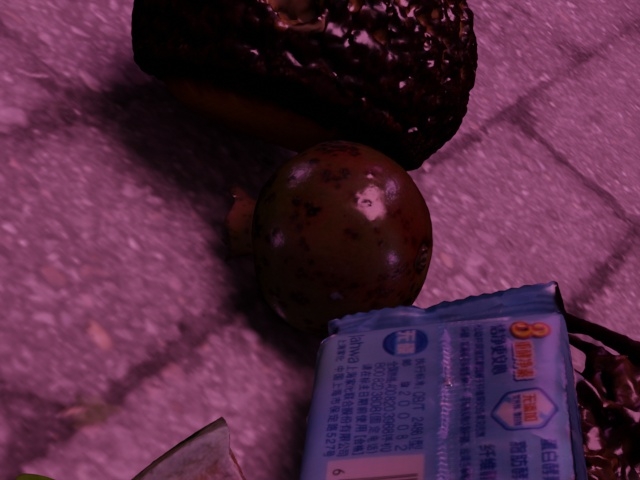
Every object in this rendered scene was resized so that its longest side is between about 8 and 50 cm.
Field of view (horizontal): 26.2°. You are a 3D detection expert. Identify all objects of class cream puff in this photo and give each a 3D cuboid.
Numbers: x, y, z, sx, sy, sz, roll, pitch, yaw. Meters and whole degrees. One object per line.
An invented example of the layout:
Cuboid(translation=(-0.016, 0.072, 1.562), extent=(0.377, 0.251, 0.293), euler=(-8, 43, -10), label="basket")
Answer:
Cuboid(translation=(-0.007, -0.145, 0.922), extent=(0.239, 0.164, 0.239), euler=(21, -3, 1), label="cream puff")

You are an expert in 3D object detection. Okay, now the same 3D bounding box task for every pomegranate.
Cuboid(translation=(0.006, 0.002, 0.843), extent=(0.130, 0.130, 0.130), euler=(27, 32, -19), label="pomegranate")

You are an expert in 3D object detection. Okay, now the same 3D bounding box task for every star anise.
Cuboid(translation=(0.180, 0.135, 0.850), extent=(0.190, 0.126, 0.220), euler=(-23, 66, -43), label="star anise")

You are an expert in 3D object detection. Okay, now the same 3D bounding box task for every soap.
Cuboid(translation=(0.062, 0.135, 0.696), extent=(0.156, 0.077, 0.293), euler=(-6, 31, 11), label="soap")

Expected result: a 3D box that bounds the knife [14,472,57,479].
Cuboid(translation=(-0.113, 0.166, 0.595), extent=(0.078, 0.022, 0.166), euler=(25, 34, -31), label="knife")

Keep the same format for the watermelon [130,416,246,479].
Cuboid(translation=(-0.032, 0.138, 0.560), extent=(0.158, 0.121, 0.098), euler=(18, -4, 10), label="watermelon")
